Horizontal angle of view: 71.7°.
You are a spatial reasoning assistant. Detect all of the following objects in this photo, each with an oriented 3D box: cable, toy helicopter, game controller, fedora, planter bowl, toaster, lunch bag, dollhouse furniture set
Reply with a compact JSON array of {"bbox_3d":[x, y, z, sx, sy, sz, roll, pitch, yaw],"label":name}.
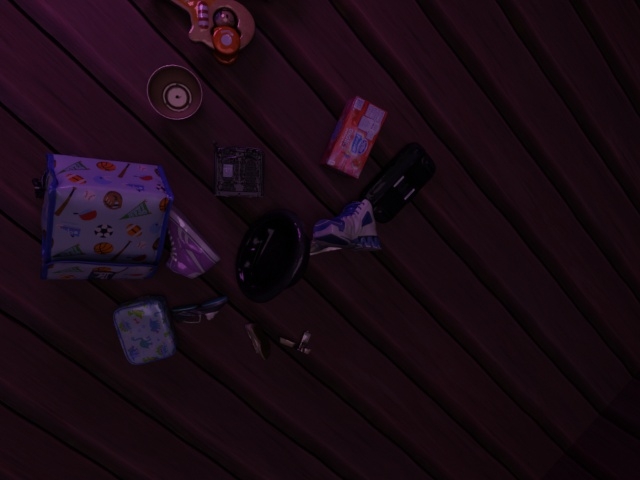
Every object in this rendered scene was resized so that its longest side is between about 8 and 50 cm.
[{"bbox_3d":[-0.792,-0.198,1.356,0.185,0.150,0.047,-28,134,-8],"label":"cable"},{"bbox_3d":[-0.367,-0.731,1.375,0.355,0.140,0.234,27,90,-14],"label":"toy helicopter"},{"bbox_3d":[0.297,-0.215,1.675,0.319,0.067,0.166,-46,121,-2],"label":"game controller"},{"bbox_3d":[-0.141,0.062,1.534,0.153,0.334,0.333,24,94,-50],"label":"fedora"},{"bbox_3d":[-0.459,-0.461,1.409,0.162,0.109,0.161,-2,99,-14],"label":"planter bowl"},{"bbox_3d":[-0.278,-0.237,1.492,0.168,0.110,0.185,0,100,-15],"label":"toaster"},{"bbox_3d":[-0.648,-0.028,1.331,0.328,0.238,0.385,4,127,-34],"label":"lunch bag"},{"bbox_3d":[-0.091,0.365,1.666,0.114,0.091,0.081,25,77,-14],"label":"dollhouse furniture set"},{"bbox_3d":[-0.597,0.303,1.514,0.176,0.090,0.218,-15,104,-8],"label":"lunch bag"}]

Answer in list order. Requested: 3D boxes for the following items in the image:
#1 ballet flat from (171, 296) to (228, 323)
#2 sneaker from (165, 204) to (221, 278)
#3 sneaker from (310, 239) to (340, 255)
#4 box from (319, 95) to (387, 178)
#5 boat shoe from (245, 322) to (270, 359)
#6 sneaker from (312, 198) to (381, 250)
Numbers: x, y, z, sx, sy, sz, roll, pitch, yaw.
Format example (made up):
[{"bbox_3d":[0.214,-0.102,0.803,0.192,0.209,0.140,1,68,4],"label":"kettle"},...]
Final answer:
[{"bbox_3d":[-0.419,0.251,1.563,0.203,0.074,0.074,-12,102,-5],"label":"ballet flat"},{"bbox_3d":[-0.486,0.009,1.490,0.161,0.102,0.282,-38,106,-2],"label":"sneaker"},{"bbox_3d":[0.000,0.000,1.629,0.192,0.064,0.086,-12,102,-18],"label":"sneaker"},{"bbox_3d":[0.112,-0.358,1.562,0.128,0.123,0.256,23,94,-16],"label":"box"},{"bbox_3d":[-0.232,0.375,1.646,0.056,0.048,0.152,-46,119,-50],"label":"boat shoe"},{"bbox_3d":[0.098,-0.066,1.584,0.316,0.128,0.182,12,73,-47],"label":"sneaker"}]
